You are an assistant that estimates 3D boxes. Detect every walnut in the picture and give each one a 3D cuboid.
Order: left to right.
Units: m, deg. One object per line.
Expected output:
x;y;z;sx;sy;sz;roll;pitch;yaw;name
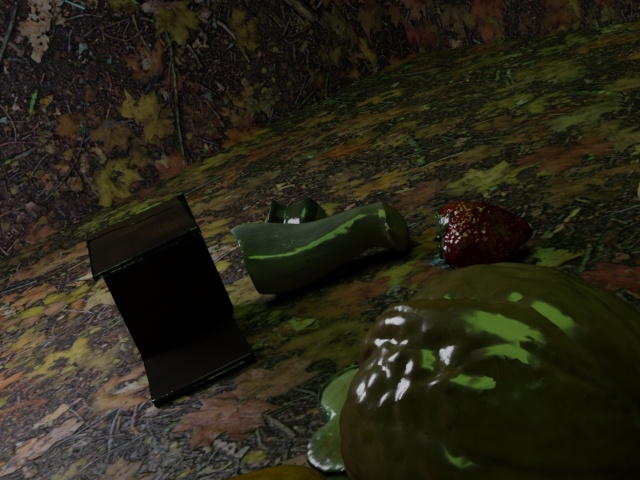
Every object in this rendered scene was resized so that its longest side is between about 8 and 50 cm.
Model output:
0.166;0.156;0.770;0.252;0.277;0.313;14;-4;-44;walnut

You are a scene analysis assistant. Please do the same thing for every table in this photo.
-0.257;0.088;1.414;0.196;0.250;0.282;-24;18;-10;table

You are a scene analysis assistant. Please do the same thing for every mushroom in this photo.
0.000;0.000;1.555;0.329;0.159;0.122;-16;-15;3;mushroom

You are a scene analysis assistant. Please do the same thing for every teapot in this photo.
-0.056;-0.012;1.679;0.119;0.130;0.165;11;54;1;teapot

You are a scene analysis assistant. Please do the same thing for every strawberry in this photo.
0.261;-0.011;1.351;0.148;0.131;0.131;-22;17;19;strawberry

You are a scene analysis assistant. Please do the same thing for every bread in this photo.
0.071;0.220;0.997;0.172;0.064;0.232;-16;21;12;bread

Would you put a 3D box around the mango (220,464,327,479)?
-0.093;0.304;0.866;0.227;0.109;0.147;-27;16;-23;mango

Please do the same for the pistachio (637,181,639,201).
0.566;-0.081;1.186;0.229;0.157;0.157;-15;16;-23;pistachio
